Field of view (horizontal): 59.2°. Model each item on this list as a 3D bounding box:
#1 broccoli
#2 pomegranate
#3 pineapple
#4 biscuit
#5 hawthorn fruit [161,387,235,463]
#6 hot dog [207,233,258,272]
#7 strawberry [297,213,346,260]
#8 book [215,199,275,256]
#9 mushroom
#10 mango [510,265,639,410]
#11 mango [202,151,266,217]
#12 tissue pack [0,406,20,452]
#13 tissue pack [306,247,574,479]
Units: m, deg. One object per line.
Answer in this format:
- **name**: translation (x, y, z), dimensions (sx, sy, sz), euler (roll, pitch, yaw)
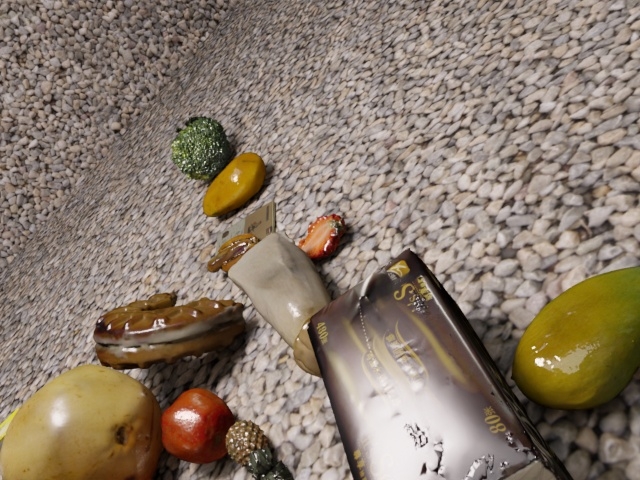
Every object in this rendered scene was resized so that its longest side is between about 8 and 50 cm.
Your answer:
- **broccoli**: translation (-0.385, -0.301, 1.815), dimensions (0.176, 0.198, 0.226), euler (-27, 43, 2)
- **pomegranate**: translation (-0.461, 0.396, 1.088), dimensions (0.319, 0.319, 0.319), euler (-27, 38, 24)
- **pineapple**: translation (-0.101, 0.369, 0.936), dimensions (0.074, 0.074, 0.159), euler (-50, 39, -7)
- **biscuit**: translation (-0.358, 0.194, 1.244), dimensions (0.366, 0.115, 0.268), euler (-6, 7, 44)
- **hawthorn fruit**: translation (-0.219, 0.341, 1.030), dimensions (0.137, 0.133, 0.133), euler (6, 58, 38)
- **hot dog**: translation (-0.217, 0.034, 1.395), dimensions (0.140, 0.060, 0.090), euler (-27, 54, 24)
- **strawberry**: translation (0.002, 0.001, 1.231), dimensions (0.152, 0.048, 0.104), euler (-40, 39, 31)
- **book**: translation (-0.200, -0.015, 1.480), dimensions (0.198, 0.016, 0.138), euler (-30, 37, 21)
- **mushroom**: translation (-0.053, 0.107, 1.098), dimensions (0.154, 0.138, 0.407), euler (-38, 36, -10)
- **mango**: translation (0.347, 0.116, 0.716), dimensions (0.237, 0.091, 0.137), euler (-44, 39, -10)
- **mango**: translation (-0.246, -0.153, 1.590), dimensions (0.227, 0.109, 0.147), euler (-47, 38, 1)
- **tissue pack**: translation (-0.661, 0.473, 1.308), dimensions (0.095, 0.176, 0.062), euler (-44, 33, 2)
- **tissue pack**: translation (0.141, 0.218, 0.724), dimensions (0.210, 0.198, 0.370), euler (-34, 36, 8)
